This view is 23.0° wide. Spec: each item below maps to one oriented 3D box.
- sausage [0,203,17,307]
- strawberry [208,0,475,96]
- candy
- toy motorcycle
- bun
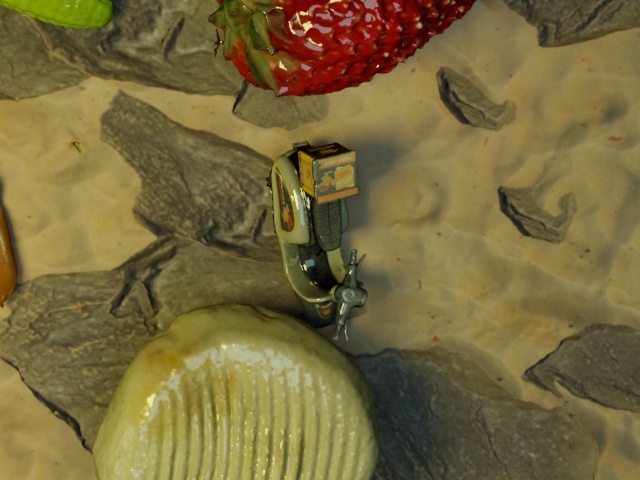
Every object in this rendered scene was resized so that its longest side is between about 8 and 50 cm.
[{"bbox_3d":[-0.421,-0.001,1.975,0.062,0.054,0.183,-24,112,-38],"label":"sausage"},{"bbox_3d":[0.047,-0.328,1.854,0.351,0.267,0.312,-10,129,-15],"label":"strawberry"},{"bbox_3d":[-0.342,-0.311,1.874,0.209,0.097,0.096,25,101,-20],"label":"candy"},{"bbox_3d":[0.000,0.000,2.008,0.091,0.157,0.263,-15,112,-21],"label":"toy motorcycle"},{"bbox_3d":[-0.109,0.245,2.031,0.365,0.219,0.365,-4,109,-13],"label":"bun"}]
